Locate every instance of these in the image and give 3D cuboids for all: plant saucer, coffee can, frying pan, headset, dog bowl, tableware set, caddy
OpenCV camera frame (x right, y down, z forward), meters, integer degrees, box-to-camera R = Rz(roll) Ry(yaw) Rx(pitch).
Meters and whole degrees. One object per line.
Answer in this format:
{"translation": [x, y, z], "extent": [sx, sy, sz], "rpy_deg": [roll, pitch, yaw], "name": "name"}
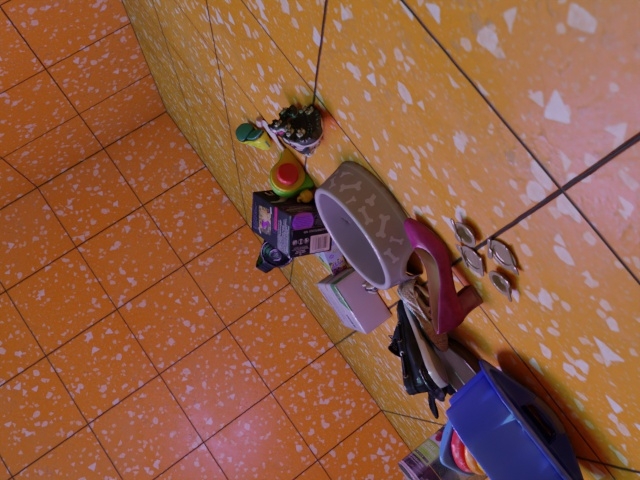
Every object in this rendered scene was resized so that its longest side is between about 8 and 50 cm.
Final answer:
{"translation": [0.396, 0.367, 1.509], "extent": [0.278, 0.041, 0.278], "rpy_deg": [52, 168, 15], "name": "plant saucer"}
{"translation": [0.412, 0.694, 1.759], "extent": [0.201, 0.275, 0.201], "rpy_deg": [51, 167, 17], "name": "coffee can"}
{"translation": [0.350, 0.455, 1.729], "extent": [0.326, 0.053, 0.197], "rpy_deg": [57, 166, -17], "name": "frying pan"}
{"translation": [-0.164, -0.030, 2.190], "extent": [0.185, 0.243, 0.394], "rpy_deg": [32, 142, -14], "name": "headset"}
{"translation": [0.112, -0.026, 1.412], "extent": [0.349, 0.102, 0.349], "rpy_deg": [51, 167, 16], "name": "dog bowl"}
{"translation": [0.300, 0.033, 1.029], "extent": [0.169, 0.020, 0.141], "rpy_deg": [43, 162, 48], "name": "tableware set"}
{"translation": [0.428, 0.419, 1.209], "extent": [0.341, 0.179, 0.241], "rpy_deg": [52, -170, 12], "name": "caddy"}

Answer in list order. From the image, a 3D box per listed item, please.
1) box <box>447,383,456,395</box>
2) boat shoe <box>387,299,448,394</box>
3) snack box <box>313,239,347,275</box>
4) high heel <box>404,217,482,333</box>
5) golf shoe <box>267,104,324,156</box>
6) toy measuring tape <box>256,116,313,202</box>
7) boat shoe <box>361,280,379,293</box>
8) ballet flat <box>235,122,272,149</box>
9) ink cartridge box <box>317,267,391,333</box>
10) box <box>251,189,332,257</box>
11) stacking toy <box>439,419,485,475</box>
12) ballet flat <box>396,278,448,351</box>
{"translation": [0.355, 0.402, 1.776], "extent": [0.225, 0.036, 0.136], "rpy_deg": [58, 168, -18], "name": "box"}
{"translation": [0.231, 0.273, 1.465], "extent": [0.127, 0.113, 0.340], "rpy_deg": [47, -165, -30], "name": "boat shoe"}
{"translation": [0.000, 0.000, 1.996], "extent": [0.174, 0.070, 0.207], "rpy_deg": [44, 161, 47], "name": "snack box"}
{"translation": [0.226, 0.073, 1.188], "extent": [0.244, 0.117, 0.082], "rpy_deg": [55, 168, 1], "name": "high heel"}
{"translation": [-0.035, -0.267, 1.399], "extent": [0.120, 0.105, 0.273], "rpy_deg": [44, 180, -26], "name": "golf shoe"}
{"translation": [-0.141, -0.243, 1.788], "extent": [0.330, 0.121, 0.121], "rpy_deg": [53, 168, 11], "name": "toy measuring tape"}
{"translation": [0.168, 0.150, 1.796], "extent": [0.043, 0.049, 0.137], "rpy_deg": [53, 171, -3], "name": "boat shoe"}
{"translation": [-0.230, -0.353, 1.952], "extent": [0.077, 0.077, 0.231], "rpy_deg": [43, 174, -31], "name": "ballet flat"}
{"translation": [0.113, 0.207, 1.998], "extent": [0.201, 0.117, 0.278], "rpy_deg": [57, 168, -5], "name": "ink cartridge box"}
{"translation": [-0.095, -0.064, 1.826], "extent": [0.270, 0.165, 0.143], "rpy_deg": [34, 126, 52], "name": "box"}
{"translation": [0.485, 0.567, 1.505], "extent": [0.166, 0.175, 0.302], "rpy_deg": [31, 161, -26], "name": "stacking toy"}
{"translation": [0.274, 0.184, 1.424], "extent": [0.206, 0.067, 0.073], "rpy_deg": [54, -150, 8], "name": "ballet flat"}
